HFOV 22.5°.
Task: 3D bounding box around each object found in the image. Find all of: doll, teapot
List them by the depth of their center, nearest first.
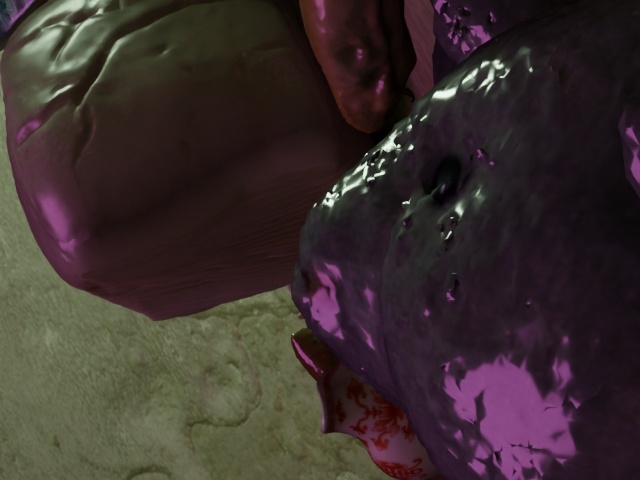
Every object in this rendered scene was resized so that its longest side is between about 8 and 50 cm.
[{"bbox_3d":[0.062,0.004,0.531,0.340,0.158,0.246,-127,27,-69],"label":"doll"},{"bbox_3d":[0.075,0.102,1.237,0.245,0.116,0.159,1,-107,-75],"label":"teapot"}]

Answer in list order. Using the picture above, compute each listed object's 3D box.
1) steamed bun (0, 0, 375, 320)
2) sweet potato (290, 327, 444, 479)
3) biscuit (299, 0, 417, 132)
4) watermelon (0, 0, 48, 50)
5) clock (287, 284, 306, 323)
[{"bbox_3d":[-0.098,-0.087,1.140,0.383,0.247,0.236,55,-166,-79],"label":"steamed bun"},{"bbox_3d":[0.113,0.182,1.382,0.341,0.114,0.092,51,-164,-17],"label":"sweet potato"},{"bbox_3d":[0.000,-0.149,0.601,0.299,0.045,0.154,62,-159,-74],"label":"biscuit"},{"bbox_3d":[-0.264,-0.313,1.753,0.213,0.290,0.320,21,-169,-46],"label":"watermelon"},{"bbox_3d":[0.000,0.000,1.522,0.255,0.106,0.220,63,174,8],"label":"clock"}]
